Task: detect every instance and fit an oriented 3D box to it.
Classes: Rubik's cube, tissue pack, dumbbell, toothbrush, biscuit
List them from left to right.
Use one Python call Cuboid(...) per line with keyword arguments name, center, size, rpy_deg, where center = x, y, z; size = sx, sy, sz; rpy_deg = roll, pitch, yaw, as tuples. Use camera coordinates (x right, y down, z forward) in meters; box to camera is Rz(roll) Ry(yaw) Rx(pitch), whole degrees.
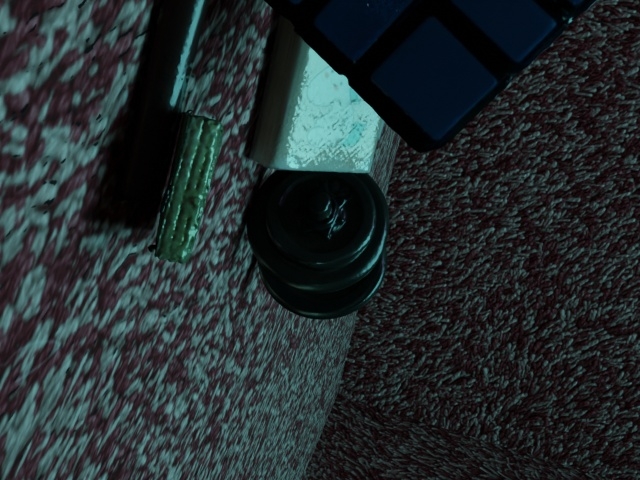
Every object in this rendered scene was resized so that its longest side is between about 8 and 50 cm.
Cuboid(name="biscuit", center=(-0.113, -0.049, 0.943), size=(0.199, 0.040, 0.121), rpy_deg=(-136, -117, -80))
Cuboid(name="toothbrush", center=(-0.103, -0.203, 0.875), size=(0.041, 0.041, 0.364), rpy_deg=(-35, 141, -79))
Cuboid(name="dumbbell", center=(0.000, 0.000, 1.525), size=(0.290, 0.192, 0.192), rpy_deg=(87, 20, -71))
Cuboid(name="tissue pack", center=(0.022, -0.243, 1.348), size=(0.170, 0.071, 0.325), rpy_deg=(-2, 113, -39))
Cuboid(name="Rubik's cube", center=(0.116, -0.297, 1.030), size=(0.288, 0.283, 0.293), rpy_deg=(-45, -176, 28))

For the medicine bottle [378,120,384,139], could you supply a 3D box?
Cuboid(name="medicine bottle", center=(0.063, -0.271, 1.610), size=(0.139, 0.139, 0.237), rpy_deg=(40, 64, -82))
